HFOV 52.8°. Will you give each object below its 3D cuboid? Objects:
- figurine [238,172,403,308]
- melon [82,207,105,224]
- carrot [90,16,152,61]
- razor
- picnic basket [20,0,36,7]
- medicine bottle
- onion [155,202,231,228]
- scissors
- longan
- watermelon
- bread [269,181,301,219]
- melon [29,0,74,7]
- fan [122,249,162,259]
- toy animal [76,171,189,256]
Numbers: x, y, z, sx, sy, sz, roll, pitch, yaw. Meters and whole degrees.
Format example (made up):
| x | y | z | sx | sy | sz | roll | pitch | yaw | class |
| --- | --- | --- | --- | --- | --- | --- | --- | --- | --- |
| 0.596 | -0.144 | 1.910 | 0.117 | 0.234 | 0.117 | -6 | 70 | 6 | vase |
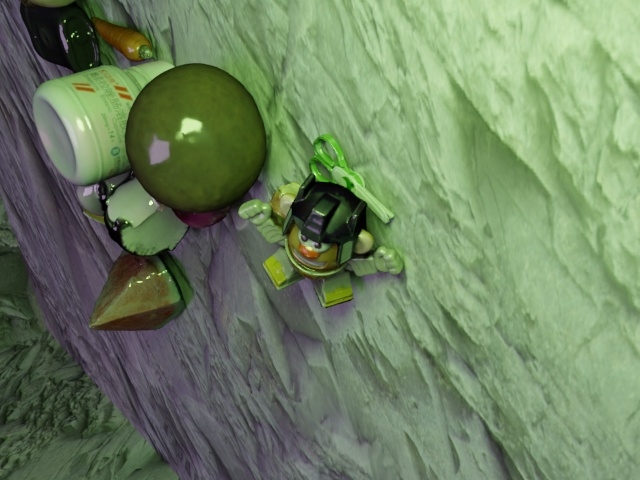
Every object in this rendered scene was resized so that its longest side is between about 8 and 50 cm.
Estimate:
| x | y | z | sx | sy | sz | roll | pitch | yaw | class |
| --- | --- | --- | --- | --- | --- | --- | --- | --- | --- |
| -0.003 | -0.003 | 1.172 | 0.308 | 0.308 | 0.143 | 118 | 158 | -51 | figurine |
| -0.603 | -0.154 | 1.915 | 0.169 | 0.129 | 0.265 | 32 | 138 | 5 | melon |
| -0.496 | -0.498 | 1.574 | 0.336 | 0.069 | 0.069 | 35 | 138 | 39 | carrot |
| -0.695 | -0.557 | 1.743 | 0.349 | 0.113 | 0.204 | 32 | 139 | 42 | razor |
| -0.742 | -0.700 | 1.658 | 0.054 | 0.193 | 0.110 | -4 | 158 | 16 | picnic basket |
| -0.462 | -0.277 | 1.468 | 0.241 | 0.302 | 0.241 | 31 | 136 | 36 | medicine bottle |
| -0.281 | -0.116 | 1.483 | 0.177 | 0.153 | 0.177 | -6 | 78 | 28 | onion |
| 0.055 | -0.103 | 1.154 | 0.204 | 0.027 | 0.101 | 44 | 145 | 24 | scissors |
| -0.241 | -0.200 | 1.266 | 0.297 | 0.297 | 0.297 | 32 | 136 | 37 | longan |
| -0.537 | 0.198 | 1.968 | 0.250 | 0.293 | 0.283 | 42 | 153 | -28 | watermelon |
| -0.052 | -0.067 | 1.284 | 0.083 | 0.076 | 0.070 | 50 | 133 | 18 | bread |
| -0.669 | -0.707 | 1.512 | 0.223 | 0.223 | 0.317 | -34 | 81 | 56 | melon |
| -0.578 | 0.019 | 2.088 | 0.223 | 0.012 | 0.294 | 45 | 143 | 20 | fan |
| -0.494 | -0.125 | 1.683 | 0.310 | 0.251 | 0.251 | 51 | 145 | 28 | toy animal |
